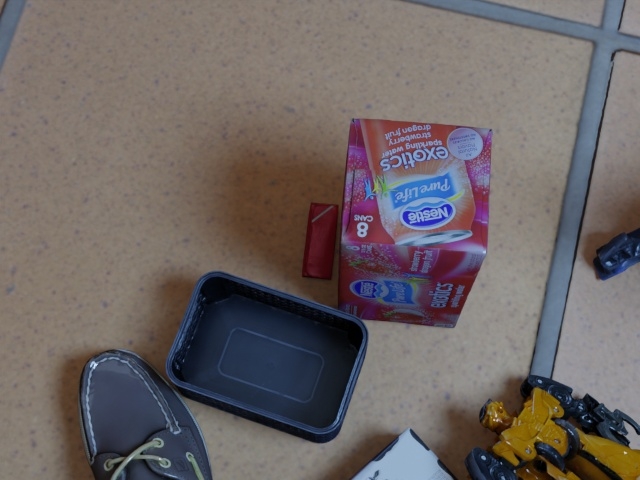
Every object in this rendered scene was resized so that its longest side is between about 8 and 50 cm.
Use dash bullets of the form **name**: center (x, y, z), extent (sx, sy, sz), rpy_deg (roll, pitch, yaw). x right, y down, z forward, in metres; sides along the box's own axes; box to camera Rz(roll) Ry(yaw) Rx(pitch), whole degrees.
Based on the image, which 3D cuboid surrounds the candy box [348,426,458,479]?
- **candy box**: center (0.089, 0.307, 1.057), extent (0.165, 0.070, 0.196), rpy_deg (-41, 78, -10)

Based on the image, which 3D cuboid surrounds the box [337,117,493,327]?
- **box**: center (0.083, -0.008, 1.054), extent (0.128, 0.257, 0.122), rpy_deg (5, 71, 2)

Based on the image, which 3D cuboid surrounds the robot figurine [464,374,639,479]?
- **robot figurine**: center (0.264, 0.254, 1.038), extent (0.291, 0.085, 0.211), rpy_deg (37, 40, 14)

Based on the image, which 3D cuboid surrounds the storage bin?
- **storage bin**: center (-0.051, 0.118, 1.108), extent (0.180, 0.084, 0.122), rpy_deg (18, 74, 5)

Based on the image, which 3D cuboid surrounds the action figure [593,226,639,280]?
- **action figure**: center (0.425, 0.001, 1.045), extent (0.341, 0.330, 0.178), rpy_deg (-30, 66, 24)

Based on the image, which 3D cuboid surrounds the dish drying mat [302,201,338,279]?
- **dish drying mat**: center (0.000, 0.000, 1.182), extent (0.032, 0.008, 0.083), rpy_deg (6, 73, 1)

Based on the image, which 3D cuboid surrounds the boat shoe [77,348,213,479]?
- **boat shoe**: center (-0.157, 0.247, 1.062), extent (0.117, 0.096, 0.324), rpy_deg (-21, 74, -5)
